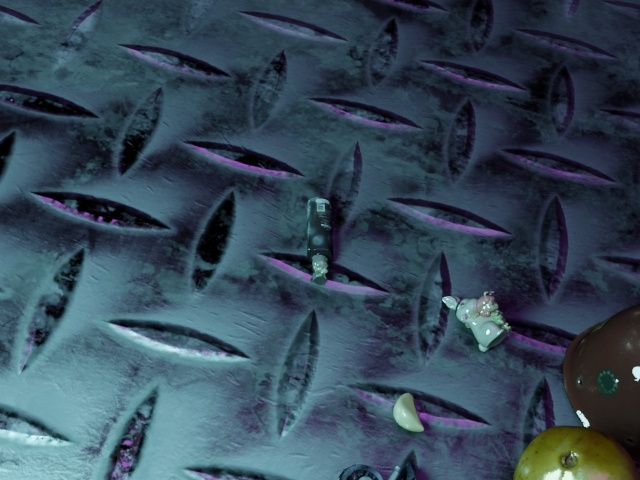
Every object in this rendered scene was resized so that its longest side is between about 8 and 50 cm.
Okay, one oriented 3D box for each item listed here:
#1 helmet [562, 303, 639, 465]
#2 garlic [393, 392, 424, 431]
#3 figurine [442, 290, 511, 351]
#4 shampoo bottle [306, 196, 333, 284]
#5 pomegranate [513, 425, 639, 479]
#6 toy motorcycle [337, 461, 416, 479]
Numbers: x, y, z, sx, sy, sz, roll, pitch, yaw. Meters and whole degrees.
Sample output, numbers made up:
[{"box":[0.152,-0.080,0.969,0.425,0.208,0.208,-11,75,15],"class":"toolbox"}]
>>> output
[{"box":[0.702,0.249,1.724,0.385,0.230,0.337,-21,60,-22],"class":"helmet"},{"box":[0.169,0.334,1.673,0.053,0.041,0.083,3,46,-15],"class":"garlic"},{"box":[0.337,0.150,1.813,0.098,0.081,0.146,-39,63,8],"class":"figurine"},{"box":[-0.001,0.000,1.866,0.057,0.063,0.207,-3,55,1],"class":"shampoo bottle"},{"box":[0.453,0.438,1.534,0.233,0.233,0.233,5,54,-7],"class":"pomegranate"},{"box":[0.124,0.530,1.486,0.173,0.108,0.307,4,52,-19],"class":"toy motorcycle"}]
